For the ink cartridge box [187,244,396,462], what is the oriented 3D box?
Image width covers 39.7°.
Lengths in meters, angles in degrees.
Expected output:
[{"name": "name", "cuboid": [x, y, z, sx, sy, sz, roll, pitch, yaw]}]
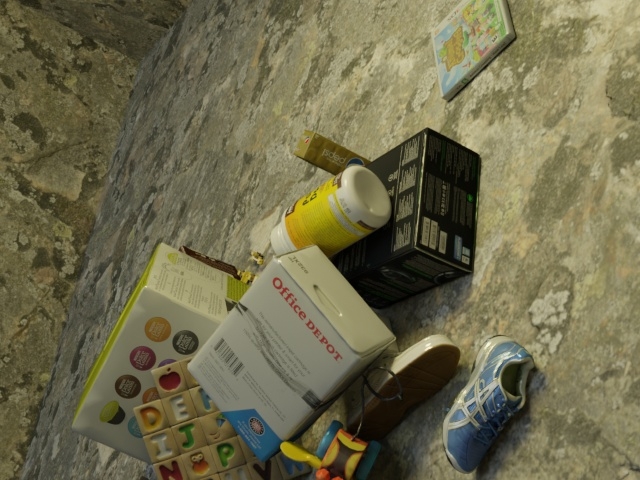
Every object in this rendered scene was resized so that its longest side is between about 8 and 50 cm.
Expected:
[{"name": "ink cartridge box", "cuboid": [-0.055, 0.193, 1.526, 0.223, 0.129, 0.307, 49, 122, 15]}]

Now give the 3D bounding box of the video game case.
[{"name": "video game case", "cuboid": [0.299, -0.411, 1.770, 0.193, 0.023, 0.212, -43, 35, 39]}]

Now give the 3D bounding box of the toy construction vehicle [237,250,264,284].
[{"name": "toy construction vehicle", "cuboid": [-0.177, 0.070, 2.241, 0.086, 0.035, 0.098, -64, 27, 6]}]

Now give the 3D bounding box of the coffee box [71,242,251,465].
[{"name": "coffee box", "cuboid": [-0.282, 0.254, 1.872, 0.338, 0.334, 0.338, -61, 12, 11]}]

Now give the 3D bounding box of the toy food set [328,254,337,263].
[{"name": "toy food set", "cuboid": [0.000, 0.000, 1.688, 0.192, 0.038, 0.132, -58, 26, 24]}]

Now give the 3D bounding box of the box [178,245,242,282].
[{"name": "box", "cuboid": [-0.318, 0.154, 2.282, 0.203, 0.168, 0.167, -59, 29, 12]}]

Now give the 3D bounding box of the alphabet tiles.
[{"name": "alphabet tiles", "cuboid": [-0.187, 0.380, 1.691, 0.011, 0.285, 0.343, -79, -30, -87]}]

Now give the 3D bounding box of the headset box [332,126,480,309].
[{"name": "headset box", "cuboid": [0.144, -0.029, 1.629, 0.283, 0.131, 0.246, -29, 45, 50]}]

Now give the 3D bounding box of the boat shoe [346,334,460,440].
[{"name": "boat shoe", "cuboid": [0.126, 0.230, 1.494, 0.277, 0.098, 0.096, -48, 33, 34]}]

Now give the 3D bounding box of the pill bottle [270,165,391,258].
[{"name": "pill bottle", "cuboid": [0.013, -0.035, 1.565, 0.215, 0.117, 0.117, -31, 42, 35]}]

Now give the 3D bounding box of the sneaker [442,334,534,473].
[{"name": "sneaker", "cuboid": [0.244, 0.241, 1.292, 0.081, 0.080, 0.211, 16, 84, 66]}]

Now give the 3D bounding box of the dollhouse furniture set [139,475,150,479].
[{"name": "dollhouse furniture set", "cuboid": [-0.432, 0.735, 2.117, 0.212, 0.161, 0.242, -57, 6, 17]}]

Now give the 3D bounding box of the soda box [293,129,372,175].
[{"name": "soda box", "cuboid": [0.037, -0.169, 1.879, 0.061, 0.181, 0.058, -65, 27, 2]}]

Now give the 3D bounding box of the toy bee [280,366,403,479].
[{"name": "toy bee", "cuboid": [0.022, 0.359, 1.441, 0.162, 0.195, 0.298, -49, -39, -52]}]

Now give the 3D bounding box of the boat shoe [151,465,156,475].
[{"name": "boat shoe", "cuboid": [-0.389, 0.524, 2.223, 0.258, 0.095, 0.084, 28, 90, 53]}]

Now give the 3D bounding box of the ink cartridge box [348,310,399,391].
[{"name": "ink cartridge box", "cuboid": [0.061, 0.206, 1.640, 0.143, 0.090, 0.092, -51, 30, 28]}]
